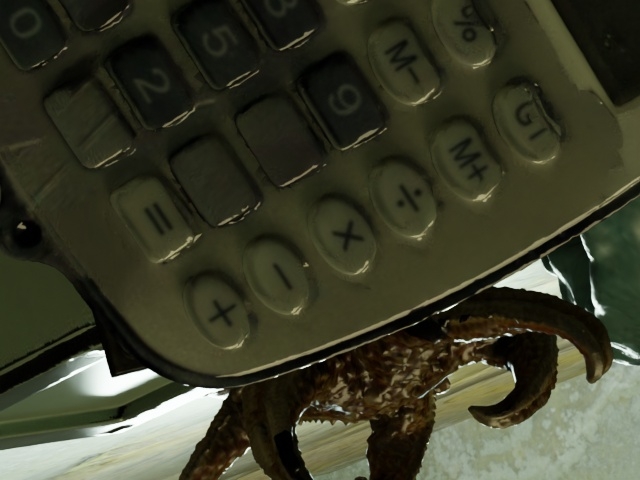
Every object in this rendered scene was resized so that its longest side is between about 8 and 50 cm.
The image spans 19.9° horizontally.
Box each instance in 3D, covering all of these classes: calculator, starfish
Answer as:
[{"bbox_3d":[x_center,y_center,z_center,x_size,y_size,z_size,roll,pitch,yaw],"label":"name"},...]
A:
[{"bbox_3d":[0.017,-0.068,0.530,0.268,0.177,0.040,-31,-170,5],"label":"calculator"},{"bbox_3d":[0.023,0.061,0.684,0.146,0.074,0.190,-9,162,-39],"label":"starfish"}]

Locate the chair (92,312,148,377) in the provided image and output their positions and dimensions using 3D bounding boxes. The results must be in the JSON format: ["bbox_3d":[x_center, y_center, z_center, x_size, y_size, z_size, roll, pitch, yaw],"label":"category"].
[{"bbox_3d":[-0.034,-0.032,0.720,0.141,0.154,0.260,-12,165,-24],"label":"chair"}]

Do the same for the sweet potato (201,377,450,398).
[{"bbox_3d":[-0.075,0.060,1.205,0.354,0.106,0.095,8,112,-37],"label":"sweet potato"}]

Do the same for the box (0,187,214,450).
[{"bbox_3d":[-0.120,0.025,0.932,0.225,0.117,0.225,-26,166,35],"label":"box"}]

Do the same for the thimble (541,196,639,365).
[{"bbox_3d":[0.146,-0.066,0.727,0.143,0.198,0.235,-16,136,-1],"label":"thimble"}]
